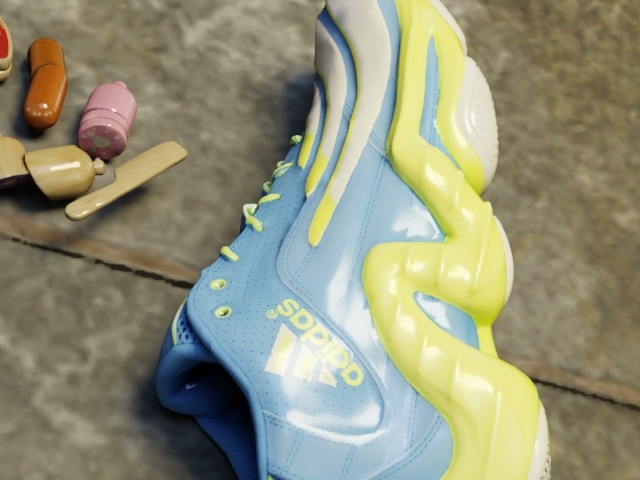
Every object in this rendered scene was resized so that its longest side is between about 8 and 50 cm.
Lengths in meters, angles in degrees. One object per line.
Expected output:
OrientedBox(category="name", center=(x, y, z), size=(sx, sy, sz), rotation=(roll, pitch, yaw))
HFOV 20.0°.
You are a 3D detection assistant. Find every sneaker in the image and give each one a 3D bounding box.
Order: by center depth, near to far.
OrientedBox(category="sneaker", center=(0.000, 0.000, 0.644), size=(0.126, 0.091, 0.240), rotation=(-2, 56, -16))

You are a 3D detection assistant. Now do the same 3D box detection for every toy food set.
OrientedBox(category="toy food set", center=(-0.112, -0.050, 0.697), size=(0.078, 0.019, 0.122), rotation=(-33, 61, -33))
